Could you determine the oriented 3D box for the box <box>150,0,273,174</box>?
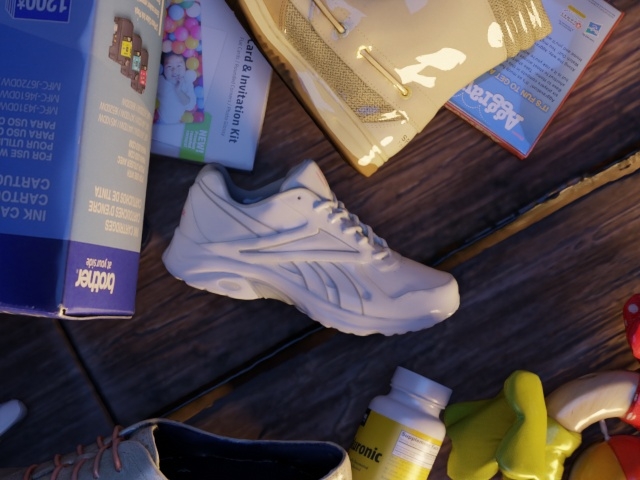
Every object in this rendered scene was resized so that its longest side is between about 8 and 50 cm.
[{"bbox_3d":[-0.131,-0.139,1.156,0.186,0.038,0.145,11,87,-2],"label":"box"}]

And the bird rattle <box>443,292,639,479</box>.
[{"bbox_3d":[0.228,0.158,1.135,0.253,0.143,0.207,-20,99,-16],"label":"bird rattle"}]

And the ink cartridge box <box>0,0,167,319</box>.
[{"bbox_3d":[-0.265,-0.088,1.066,0.270,0.151,0.396,5,88,14],"label":"ink cartridge box"}]

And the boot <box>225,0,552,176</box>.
[{"bbox_3d":[0.035,-0.206,1.093,0.203,0.095,0.262,-37,104,0],"label":"boot"}]

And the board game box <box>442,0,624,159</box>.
[{"bbox_3d":[0.087,-0.203,1.172,0.281,0.027,0.145,35,85,0],"label":"board game box"}]

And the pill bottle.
[{"bbox_3d":[0.058,0.160,1.133,0.065,0.065,0.116,24,86,-1],"label":"pill bottle"}]

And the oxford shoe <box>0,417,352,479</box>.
[{"bbox_3d":[-0.169,0.186,1.062,0.396,0.140,0.147,2,121,-12],"label":"oxford shoe"}]

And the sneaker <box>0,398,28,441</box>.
[{"bbox_3d":[-0.301,0.152,1.126,0.152,0.054,0.061,-25,85,-3],"label":"sneaker"}]

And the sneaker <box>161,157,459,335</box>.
[{"bbox_3d":[0.000,0.000,1.114,0.232,0.090,0.115,14,104,-3],"label":"sneaker"}]
